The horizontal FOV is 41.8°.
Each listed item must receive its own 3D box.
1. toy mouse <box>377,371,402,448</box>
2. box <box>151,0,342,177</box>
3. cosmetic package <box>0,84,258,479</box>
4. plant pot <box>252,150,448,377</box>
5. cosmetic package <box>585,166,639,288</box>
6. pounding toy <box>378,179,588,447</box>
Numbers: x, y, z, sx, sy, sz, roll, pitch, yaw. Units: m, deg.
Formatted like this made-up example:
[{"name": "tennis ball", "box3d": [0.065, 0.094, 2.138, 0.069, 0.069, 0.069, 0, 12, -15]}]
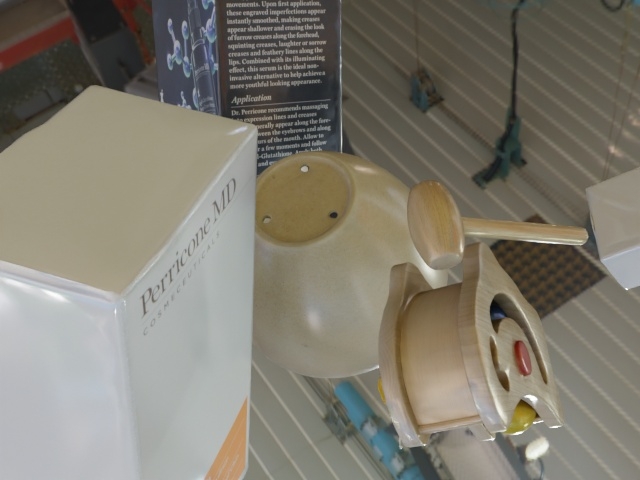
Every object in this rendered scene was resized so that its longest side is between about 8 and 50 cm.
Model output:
[{"name": "toy mouse", "box3d": [0.148, 0.207, 1.133, 0.143, 0.031, 0.160, 5, -90, 25]}, {"name": "box", "box3d": [-0.122, -0.260, 1.357, 0.212, 0.395, 0.293, -9, -162, -27]}, {"name": "cosmetic package", "box3d": [-0.172, 0.126, 0.736, 0.162, 0.453, 0.230, 15, -140, 12]}, {"name": "plant pot", "box3d": [0.000, 0.000, 1.021, 0.284, 0.191, 0.284, -8, -123, 13]}, {"name": "cosmetic package", "box3d": [0.438, -0.041, 0.968, 0.231, 0.085, 0.117, -23, -134, 32]}, {"name": "pounding toy", "box3d": [0.142, 0.081, 0.639, 0.155, 0.269, 0.154, -17, -127, 25]}]
